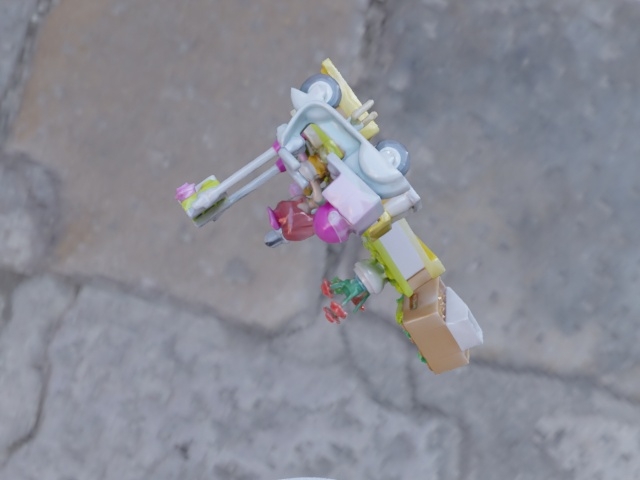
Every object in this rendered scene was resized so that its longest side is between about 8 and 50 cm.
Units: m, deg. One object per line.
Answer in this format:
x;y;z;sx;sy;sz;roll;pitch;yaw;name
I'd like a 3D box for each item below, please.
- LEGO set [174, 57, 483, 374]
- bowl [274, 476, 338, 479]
0.000;0.000;0.999;0.107;0.287;0.132;-35;64;-3;LEGO set
-0.019;0.382;1.692;0.297;0.134;0.298;-6;47;7;bowl
